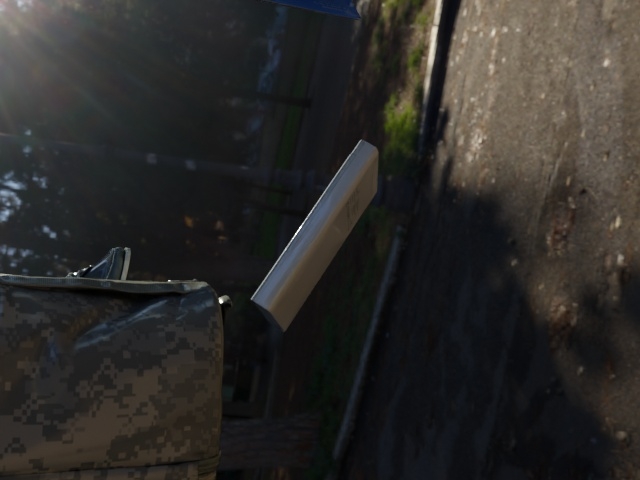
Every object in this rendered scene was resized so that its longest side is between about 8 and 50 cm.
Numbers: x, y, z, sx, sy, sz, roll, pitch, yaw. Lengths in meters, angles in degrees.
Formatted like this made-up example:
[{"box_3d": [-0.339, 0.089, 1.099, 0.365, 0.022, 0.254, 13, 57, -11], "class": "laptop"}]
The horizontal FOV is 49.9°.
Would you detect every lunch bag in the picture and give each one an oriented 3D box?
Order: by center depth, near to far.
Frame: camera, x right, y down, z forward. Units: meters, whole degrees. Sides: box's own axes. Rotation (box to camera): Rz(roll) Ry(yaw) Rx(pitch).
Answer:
[{"box_3d": [-0.245, 0.159, 0.675, 0.212, 0.305, 0.256, 21, 103, 62], "class": "lunch bag"}]

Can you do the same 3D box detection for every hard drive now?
[{"box_3d": [0.000, 0.000, 1.147, 0.307, 0.040, 0.203, -56, -13, -12], "class": "hard drive"}]

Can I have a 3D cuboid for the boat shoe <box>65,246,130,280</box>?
[{"box_3d": [-0.502, 0.119, 1.456, 0.319, 0.099, 0.116, -46, 34, 33], "class": "boat shoe"}]

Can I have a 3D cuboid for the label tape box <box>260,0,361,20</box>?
[{"box_3d": [-0.075, -0.428, 0.945, 0.333, 0.241, 0.105, -108, 28, -52], "class": "label tape box"}]
